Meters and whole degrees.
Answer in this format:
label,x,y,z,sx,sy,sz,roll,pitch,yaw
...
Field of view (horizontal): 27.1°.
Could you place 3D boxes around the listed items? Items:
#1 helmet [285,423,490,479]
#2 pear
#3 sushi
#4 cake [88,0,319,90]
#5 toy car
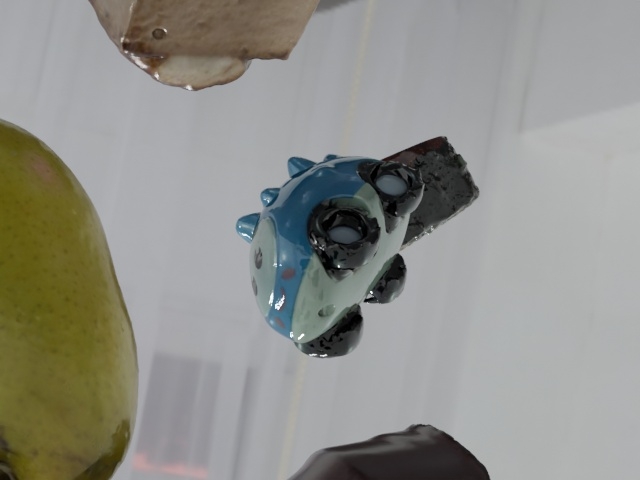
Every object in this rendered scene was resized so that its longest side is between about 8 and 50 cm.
label,x,y,z,sx,sy,sz,roll,pitch,yaw
helmet,0.038,0.313,1.010,0.197,0.338,0.271,-5,164,-11
pear,-0.265,0.048,0.889,0.336,0.285,0.285,15,178,40
sushi,0.102,-0.047,1.802,0.225,0.126,0.136,-25,177,-20
cake,-0.097,-0.274,1.123,0.196,0.199,0.293,-4,138,-34
toy car,0.000,0.000,1.549,0.190,0.255,0.188,23,132,16
